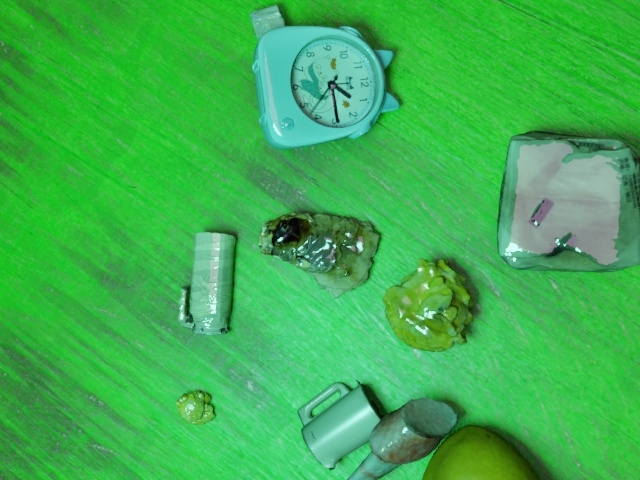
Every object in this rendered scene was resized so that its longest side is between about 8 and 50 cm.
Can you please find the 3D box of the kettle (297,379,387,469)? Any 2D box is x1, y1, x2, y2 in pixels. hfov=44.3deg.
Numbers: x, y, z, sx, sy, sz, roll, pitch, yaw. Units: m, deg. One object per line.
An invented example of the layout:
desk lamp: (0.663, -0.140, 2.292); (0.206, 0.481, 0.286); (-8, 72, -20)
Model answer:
kettle: (0.039, 0.337, 1.468); (0.148, 0.098, 0.127); (-35, 85, 9)

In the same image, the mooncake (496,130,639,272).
mooncake: (0.448, -0.068, 1.411); (0.249, 0.136, 0.255); (4, 90, 13)

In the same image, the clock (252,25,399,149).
clock: (0.014, -0.292, 1.504); (0.273, 0.094, 0.224); (-6, 90, -16)

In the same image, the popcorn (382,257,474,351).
popcorn: (0.202, 0.117, 1.447); (0.173, 0.142, 0.174); (-5, 82, 36)

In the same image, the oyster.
oyster: (-0.012, 0.011, 1.511); (0.232, 0.107, 0.162); (16, 79, 9)

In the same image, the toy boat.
toy boat: (0.117, 0.396, 1.418); (0.096, 0.206, 0.282); (49, 118, 23)

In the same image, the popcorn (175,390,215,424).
popcorn: (-0.247, 0.332, 1.542); (0.059, 0.068, 0.083); (-31, 118, 29)

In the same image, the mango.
mango: (0.315, 0.537, 1.336); (0.301, 0.220, 0.446); (-17, 78, 11)

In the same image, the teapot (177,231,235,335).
teapot: (-0.229, 0.086, 1.552); (0.107, 0.077, 0.201); (2, 85, 14)

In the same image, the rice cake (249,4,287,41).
rice cake: (-0.082, -0.372, 1.576); (0.069, 0.063, 0.207); (-20, 82, 2)
